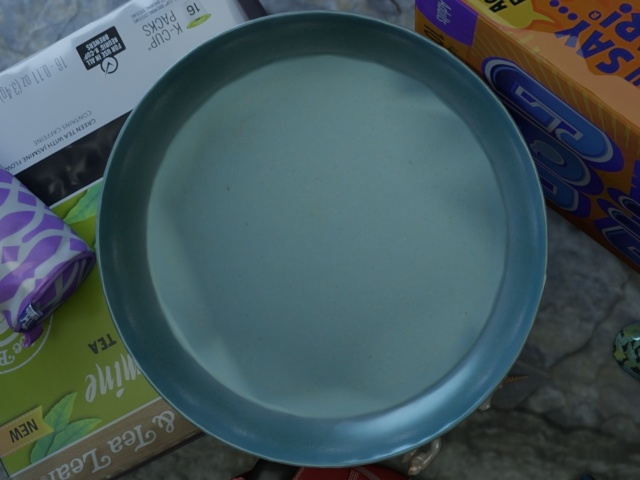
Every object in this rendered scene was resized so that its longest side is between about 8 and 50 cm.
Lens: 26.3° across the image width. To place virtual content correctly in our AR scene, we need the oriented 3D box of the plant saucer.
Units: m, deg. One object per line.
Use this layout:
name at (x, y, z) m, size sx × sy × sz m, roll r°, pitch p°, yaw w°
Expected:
plant saucer at (0.000, 0.000, 0.961) m, size 0.318 × 0.044 × 0.317 m, roll 1°, pitch 95°, yaw 10°

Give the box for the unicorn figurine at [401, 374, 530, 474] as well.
unicorn figurine at (0.084, 0.140, 1.174) m, size 0.162 × 0.060 × 0.111 m, roll 21°, pitch 92°, yaw 7°

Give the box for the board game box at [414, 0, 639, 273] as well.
board game box at (0.312, -0.171, 0.976) m, size 0.356 × 0.356 × 0.356 m, roll 38°, pitch 86°, yaw 8°

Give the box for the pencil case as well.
pencil case at (-0.257, -0.019, 0.992) m, size 0.206 × 0.086 × 0.088 m, roll 43°, pitch 122°, yaw 8°

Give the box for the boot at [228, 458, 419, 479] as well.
boot at (-0.026, 0.293, 1.176) m, size 0.176 × 0.088 × 0.244 m, roll 21°, pitch 84°, yaw 8°

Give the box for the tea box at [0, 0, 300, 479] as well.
tea box at (-0.136, -0.001, 1.125) m, size 0.329 × 0.220 × 0.323 m, roll -29°, pitch 86°, yaw 6°

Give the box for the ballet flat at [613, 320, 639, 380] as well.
ballet flat at (0.340, 0.106, 1.139) m, size 0.188 × 0.070 × 0.070 m, roll 11°, pitch 91°, yaw 8°

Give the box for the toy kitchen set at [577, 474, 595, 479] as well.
toy kitchen set at (0.325, 0.264, 1.131) m, size 0.166 × 0.122 × 0.207 m, roll -38°, pitch 105°, yaw 5°
